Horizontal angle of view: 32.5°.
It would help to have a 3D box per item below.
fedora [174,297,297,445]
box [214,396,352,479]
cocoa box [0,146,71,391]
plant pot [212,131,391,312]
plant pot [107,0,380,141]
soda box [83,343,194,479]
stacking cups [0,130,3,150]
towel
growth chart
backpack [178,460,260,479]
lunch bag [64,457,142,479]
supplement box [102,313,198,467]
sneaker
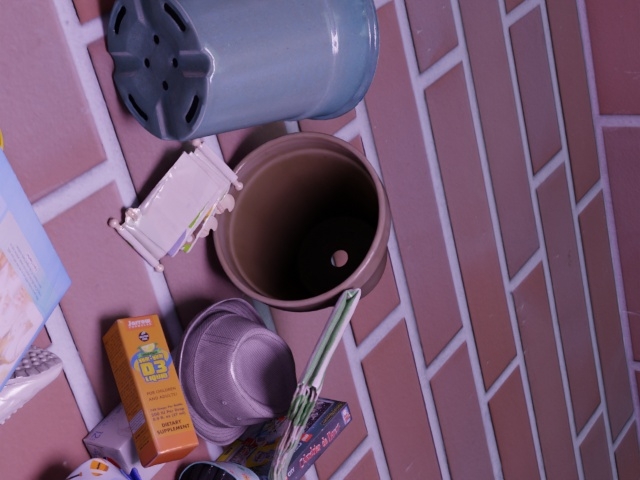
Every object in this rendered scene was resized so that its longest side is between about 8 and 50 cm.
[{"bbox_3d":[-0.123,0.229,1.870,0.244,0.124,0.275,-57,136,-32],"label":"fedora"},{"bbox_3d":[-0.069,0.380,2.084,0.233,0.159,0.044,-42,126,-42],"label":"box"},{"bbox_3d":[-0.489,0.020,1.325,0.347,0.228,0.231,83,31,-59],"label":"cocoa box"},{"bbox_3d":[0.000,0.000,2.041,0.280,0.323,0.323,45,58,-64],"label":"plant pot"},{"bbox_3d":[-0.141,-0.322,1.790,0.334,0.341,0.341,-24,113,-40],"label":"plant pot"},{"bbox_3d":[-0.265,0.287,1.868,0.286,0.091,0.098,-45,128,-40],"label":"soda box"},{"bbox_3d":[-0.574,-0.140,1.422,0.316,0.096,0.096,8,88,-48],"label":"stacking cups"},{"bbox_3d":[-0.012,0.254,1.897,0.325,0.038,0.248,107,7,-47],"label":"towel"},{"bbox_3d":[-0.237,-0.057,1.880,0.237,0.021,0.172,-50,134,-20],"label":"growth chart"},{"bbox_3d":[-0.179,0.484,1.945,0.144,0.166,0.188,5,93,-54],"label":"backpack"},{"bbox_3d":[-0.340,0.485,1.717,0.243,0.115,0.303,-42,138,-14],"label":"lunch bag"},{"bbox_3d":[-0.274,0.238,1.761,0.078,0.080,0.233,-8,65,-34],"label":"supplement box"},{"bbox_3d":[-0.477,0.229,1.601,0.235,0.090,0.095,-25,126,-45],"label":"sneaker"}]
